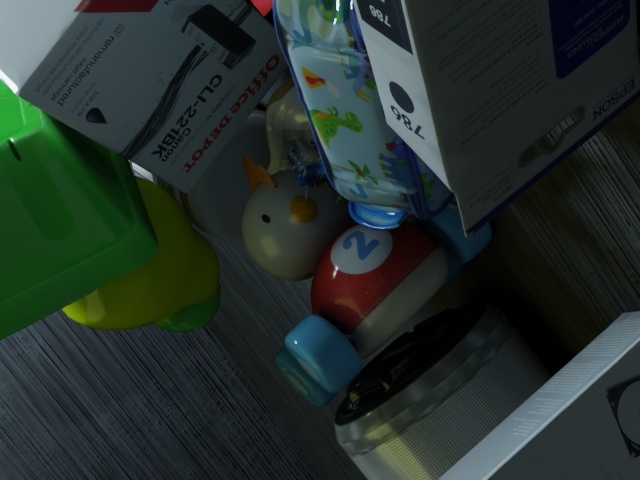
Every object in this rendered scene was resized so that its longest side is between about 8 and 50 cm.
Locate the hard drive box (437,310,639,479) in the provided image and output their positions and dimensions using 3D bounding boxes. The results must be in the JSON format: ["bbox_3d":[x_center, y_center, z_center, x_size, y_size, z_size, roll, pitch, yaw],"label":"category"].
[{"bbox_3d":[0.235,0.196,0.978,0.181,0.232,0.089,51,166,-4],"label":"hard drive box"}]

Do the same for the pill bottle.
[{"bbox_3d":[-0.146,-0.109,1.529,0.278,0.162,0.162,31,156,52],"label":"pill bottle"}]

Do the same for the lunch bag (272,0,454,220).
[{"bbox_3d":[0.061,-0.139,0.812,0.090,0.176,0.219,15,145,30],"label":"lunch bag"}]

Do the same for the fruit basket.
[{"bbox_3d":[-0.286,-0.008,1.333,0.392,0.283,0.392,63,177,5],"label":"fruit basket"}]

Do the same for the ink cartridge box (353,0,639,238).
[{"bbox_3d":[0.095,-0.161,0.663,0.065,0.165,0.333,40,161,37],"label":"ink cartridge box"}]

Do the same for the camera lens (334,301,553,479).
[{"bbox_3d":[0.165,0.220,1.274,0.274,0.219,0.219,52,166,-2],"label":"camera lens"}]

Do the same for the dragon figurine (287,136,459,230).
[{"bbox_3d":[0.071,-0.060,1.032,0.289,0.085,0.144,36,132,48],"label":"dragon figurine"}]

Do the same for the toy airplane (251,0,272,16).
[{"bbox_3d":[-0.016,-0.186,0.878,0.151,0.028,0.151,29,151,19],"label":"toy airplane"}]

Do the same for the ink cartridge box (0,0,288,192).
[{"bbox_3d":[-0.173,-0.189,1.187,0.114,0.197,0.273,41,-175,32],"label":"ink cartridge box"}]

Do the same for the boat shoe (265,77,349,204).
[{"bbox_3d":[-0.001,-0.066,1.323,0.096,0.098,0.277,46,164,23],"label":"boat shoe"}]

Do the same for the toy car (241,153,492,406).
[{"bbox_3d":[0.000,0.000,1.201,0.238,0.219,0.210,45,165,5],"label":"toy car"}]
